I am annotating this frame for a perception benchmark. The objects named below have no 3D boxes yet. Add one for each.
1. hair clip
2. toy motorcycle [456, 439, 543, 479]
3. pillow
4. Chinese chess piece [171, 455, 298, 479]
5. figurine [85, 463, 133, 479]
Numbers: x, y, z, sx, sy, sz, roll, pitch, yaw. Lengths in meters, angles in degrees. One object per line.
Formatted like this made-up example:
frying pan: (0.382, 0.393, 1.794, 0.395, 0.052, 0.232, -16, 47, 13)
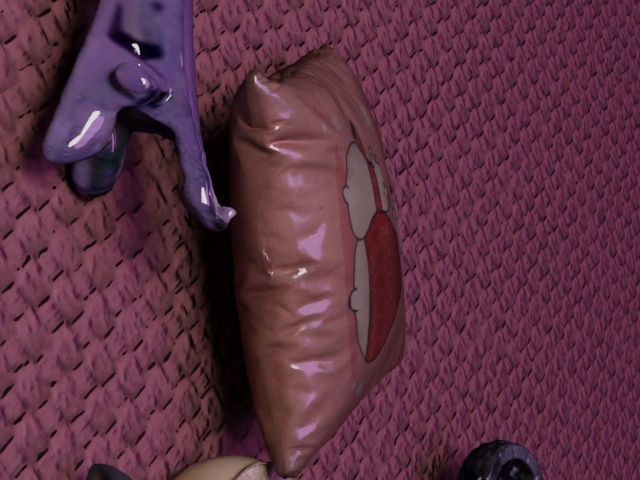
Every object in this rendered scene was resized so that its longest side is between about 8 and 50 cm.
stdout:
hair clip: (-0.094, -0.143, 0.742, 0.137, 0.090, 0.279, 72, 16, -80)
toy motorcycle: (0.142, 0.300, 1.036, 0.173, 0.108, 0.307, -36, 111, -50)
pillow: (0.000, 0.000, 0.865, 0.223, 0.084, 0.236, -45, 128, -69)
Chinese chess piece: (-0.049, 0.181, 0.801, 0.122, 0.051, 0.122, 25, 60, -55)
figurine: (-0.081, 0.248, 0.633, 0.140, 0.193, 0.265, 52, 56, -72)
